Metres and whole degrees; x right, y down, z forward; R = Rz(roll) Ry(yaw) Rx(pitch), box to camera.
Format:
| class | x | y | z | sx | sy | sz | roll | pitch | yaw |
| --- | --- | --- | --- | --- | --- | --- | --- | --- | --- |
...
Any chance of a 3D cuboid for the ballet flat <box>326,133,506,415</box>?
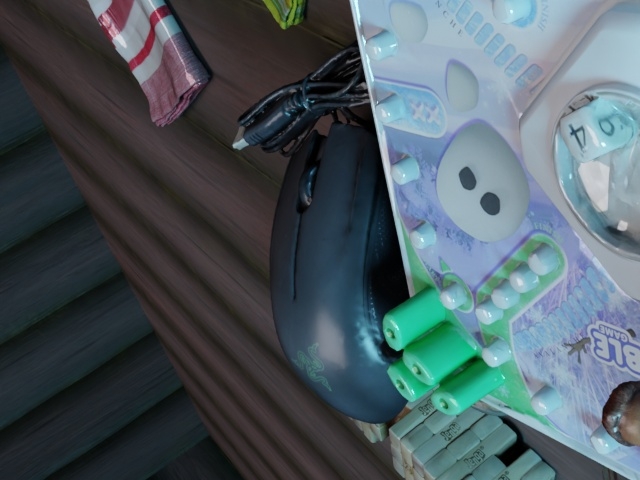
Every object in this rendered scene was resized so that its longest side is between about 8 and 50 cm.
| class | x | y | z | sx | sy | sz | roll | pitch | yaw |
| --- | --- | --- | --- | --- | --- | --- | --- | --- | --- |
| ballet flat | 0.086 | 0.024 | 0.754 | 0.280 | 0.095 | 0.096 | 59 | 176 | 33 |

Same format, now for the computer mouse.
| class | x | y | z | sx | sy | sz | roll | pitch | yaw |
| --- | --- | --- | --- | --- | --- | --- | --- | --- | --- |
| computer mouse | 0.000 | 0.000 | 0.709 | 0.188 | 0.072 | 0.272 | -19 | 78 | 51 |

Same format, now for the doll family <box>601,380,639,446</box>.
| class | x | y | z | sx | sy | sz | roll | pitch | yaw |
| --- | --- | --- | --- | --- | --- | --- | --- | --- | --- |
| doll family | 0.170 | 0.117 | 0.359 | 0.111 | 0.076 | 0.193 | 23 | 130 | 57 |

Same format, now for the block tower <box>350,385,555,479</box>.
| class | x | y | z | sx | sy | sz | roll | pitch | yaw |
| --- | --- | --- | --- | --- | --- | --- | --- | --- | --- |
| block tower | 0.093 | 0.168 | 0.971 | 0.335 | 0.097 | 0.091 | 43 | 158 | 34 |

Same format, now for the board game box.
| class | x | y | z | sx | sy | sz | roll | pitch | yaw |
| --- | --- | --- | --- | --- | --- | --- | --- | --- | --- |
| board game box | 0.131 | -0.027 | 0.420 | 0.390 | 0.050 | 0.390 | 23 | 134 | 51 |

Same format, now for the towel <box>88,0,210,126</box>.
| class | x | y | z | sx | sy | sz | roll | pitch | yaw |
| --- | --- | --- | --- | --- | --- | --- | --- | --- | --- |
| towel | -0.249 | -0.301 | 1.174 | 0.329 | 0.037 | 0.237 | 59 | 162 | -4 |

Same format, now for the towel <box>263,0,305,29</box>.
| class | x | y | z | sx | sy | sz | roll | pitch | yaw |
| --- | --- | --- | --- | --- | --- | --- | --- | --- | --- |
| towel | -0.044 | -0.260 | 0.704 | 0.102 | 0.021 | 0.237 | 50 | 162 | 19 |
